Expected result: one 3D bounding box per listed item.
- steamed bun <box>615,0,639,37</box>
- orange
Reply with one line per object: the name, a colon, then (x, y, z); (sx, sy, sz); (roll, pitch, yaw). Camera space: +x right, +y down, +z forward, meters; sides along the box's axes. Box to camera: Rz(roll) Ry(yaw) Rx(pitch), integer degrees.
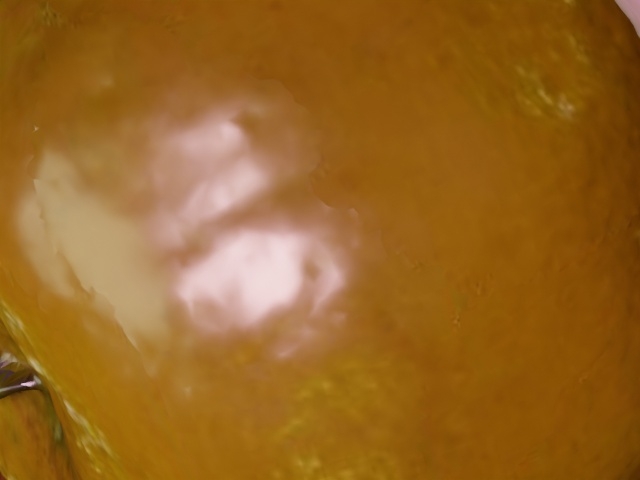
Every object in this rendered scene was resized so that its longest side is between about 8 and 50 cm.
steamed bun: (0.108, -0.117, 0.309); (0.170, 0.153, 0.238); (-34, 69, 64)
orange: (0.000, 0.000, 0.499); (0.279, 0.235, 0.279); (46, 153, 32)
